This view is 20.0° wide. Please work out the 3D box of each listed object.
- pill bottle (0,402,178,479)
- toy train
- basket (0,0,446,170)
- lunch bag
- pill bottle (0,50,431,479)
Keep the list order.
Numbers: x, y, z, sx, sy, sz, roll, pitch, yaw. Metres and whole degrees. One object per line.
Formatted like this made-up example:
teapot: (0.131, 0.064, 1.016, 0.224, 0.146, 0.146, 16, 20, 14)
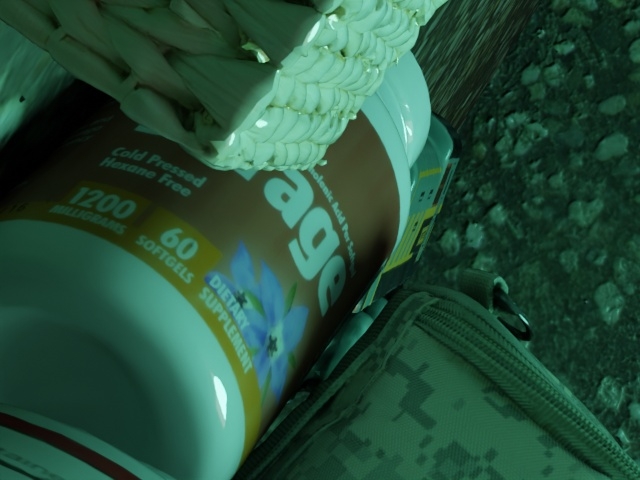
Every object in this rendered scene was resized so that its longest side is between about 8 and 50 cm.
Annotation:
pill bottle: (-0.110, 0.151, 0.344, 0.229, 0.229, 0.407, -58, 174, 6)
toy train: (0.000, 0.000, 1.057, 0.334, 0.142, 0.190, -14, 124, -80)
basket: (-0.023, -0.085, 0.426, 0.103, 0.113, 0.167, -54, 175, 5)
lunch bag: (0.027, 0.195, 0.652, 0.305, 0.256, 0.212, -45, -171, -8)
pill bottle: (-0.040, -0.005, 0.665, 0.216, 0.121, 0.121, -53, 173, -48)
